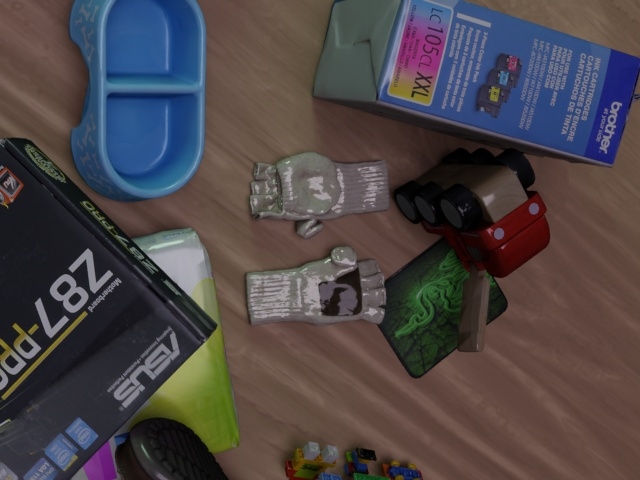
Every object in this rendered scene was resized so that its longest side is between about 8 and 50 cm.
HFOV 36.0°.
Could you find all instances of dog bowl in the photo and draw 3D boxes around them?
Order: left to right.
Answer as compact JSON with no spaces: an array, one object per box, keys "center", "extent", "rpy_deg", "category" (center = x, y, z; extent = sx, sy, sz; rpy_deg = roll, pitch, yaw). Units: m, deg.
[{"center":[-0.218,-0.188,1.215],"extent":[0.166,0.074,0.297],"rpy_deg":[-4,104,-31],"category":"dog bowl"}]

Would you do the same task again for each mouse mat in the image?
[{"center":[0.171,0.091,1.435],"extent":[0.189,0.007,0.152],"rpy_deg":[-37,105,-13],"category":"mouse mat"}]

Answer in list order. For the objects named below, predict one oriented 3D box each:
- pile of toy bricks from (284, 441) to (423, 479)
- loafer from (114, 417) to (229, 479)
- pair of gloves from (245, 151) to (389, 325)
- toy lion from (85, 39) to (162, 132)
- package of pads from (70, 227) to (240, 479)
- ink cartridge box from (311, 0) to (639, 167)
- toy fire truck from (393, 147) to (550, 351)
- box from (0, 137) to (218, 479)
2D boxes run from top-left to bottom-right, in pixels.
[{"center":[0.047,0.363,1.377],"extent":[0.212,0.118,0.105],"rpy_deg":[18,128,-29],"category":"pile of toy bricks"},{"center":[-0.160,0.349,1.212],"extent":[0.130,0.134,0.366],"rpy_deg":[-30,136,0],"category":"loafer"},{"center":[0.000,0.000,1.350],"extent":[0.204,0.042,0.240],"rpy_deg":[2,93,-19],"category":"pair of gloves"},{"center":[-0.242,-0.192,1.260],"extent":[0.096,0.034,0.100],"rpy_deg":[31,84,-25],"category":"toy lion"},{"center":[-0.232,0.145,1.252],"extent":[0.229,0.101,0.296],"rpy_deg":[-13,99,-17],"category":"package of pads"},{"center":[0.219,-0.202,1.286],"extent":[0.395,0.270,0.151],"rpy_deg":[14,95,-19],"category":"ink cartridge box"},{"center":[0.217,0.019,1.333],"extent":[0.158,0.217,0.246],"rpy_deg":[-34,105,-14],"category":"toy fire truck"},{"center":[-0.366,0.130,1.123],"extent":[0.395,0.097,0.318],"rpy_deg":[-44,93,5],"category":"box"}]
